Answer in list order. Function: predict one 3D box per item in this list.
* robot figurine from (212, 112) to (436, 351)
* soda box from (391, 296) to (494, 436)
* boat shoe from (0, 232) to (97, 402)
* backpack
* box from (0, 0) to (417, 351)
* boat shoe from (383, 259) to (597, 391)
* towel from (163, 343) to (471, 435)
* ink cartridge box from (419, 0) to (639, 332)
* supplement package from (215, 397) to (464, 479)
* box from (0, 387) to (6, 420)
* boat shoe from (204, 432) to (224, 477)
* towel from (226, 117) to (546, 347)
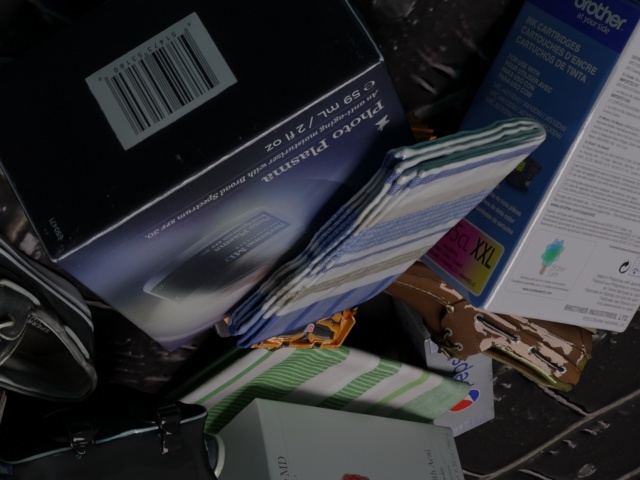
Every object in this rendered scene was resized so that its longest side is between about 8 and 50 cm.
[{"bbox_3d":[0.000,0.000,1.490,0.211,0.085,0.291,4,120,-35],"label":"robot figurine"},{"bbox_3d":[0.155,0.142,1.835,0.091,0.098,0.286,-25,147,-9],"label":"soda box"},{"bbox_3d":[-0.308,0.064,1.338,0.121,0.119,0.335,-40,146,14],"label":"boat shoe"},{"bbox_3d":[-0.242,0.240,1.504,0.225,0.253,0.191,-12,104,-31],"label":"backpack"},{"bbox_3d":[-0.083,-0.080,1.229,0.296,0.183,0.294,-31,159,1],"label":"box"},{"bbox_3d":[0.169,0.086,1.637,0.307,0.104,0.111,19,175,-9],"label":"boat shoe"},{"bbox_3d":[-0.016,0.200,1.736,0.325,0.038,0.248,20,135,-38],"label":"towel"},{"bbox_3d":[0.292,-0.115,1.494,0.270,0.151,0.395,11,114,-46],"label":"ink cartridge box"},{"bbox_3d":[0.014,0.319,1.729,0.293,0.177,0.175,12,140,-33],"label":"supplement package"},{"bbox_3d":[-0.417,0.195,1.304,0.232,0.127,0.149,15,113,-9],"label":"box"},{"bbox_3d":[-0.222,0.270,1.677,0.254,0.095,0.079,-20,140,34],"label":"boat shoe"},{"bbox_3d":[0.056,-0.008,1.285,0.209,0.034,0.285,-17,158,-45],"label":"towel"}]
